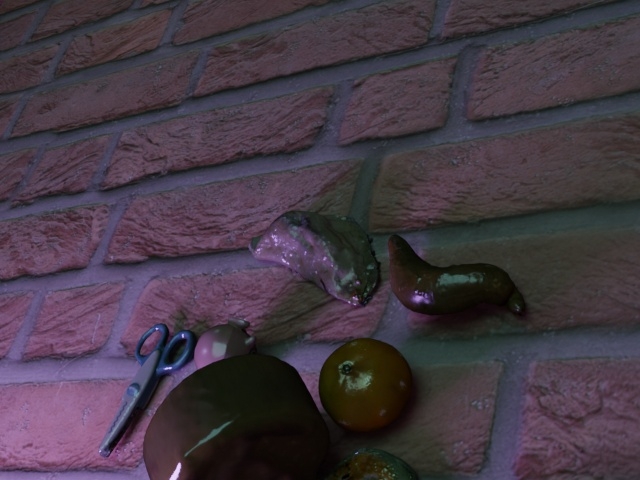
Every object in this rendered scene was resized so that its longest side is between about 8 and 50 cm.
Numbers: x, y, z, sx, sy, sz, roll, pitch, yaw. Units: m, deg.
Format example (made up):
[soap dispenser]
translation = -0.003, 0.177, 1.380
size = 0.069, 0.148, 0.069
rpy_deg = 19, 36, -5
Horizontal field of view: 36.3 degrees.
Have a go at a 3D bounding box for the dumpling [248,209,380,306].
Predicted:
[dumpling]
translation = -0.004, 0.001, 1.855
size = 0.332, 0.086, 0.166
rpy_deg = 24, 73, 41

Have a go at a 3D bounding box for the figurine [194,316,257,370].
[figurine]
translation = -0.167, 0.211, 1.765
size = 0.125, 0.125, 0.138
rpy_deg = 0, 65, 36

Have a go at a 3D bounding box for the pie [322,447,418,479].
[pie]
translation = 0.062, 0.401, 1.486
size = 0.187, 0.041, 0.186
rpy_deg = -20, 46, 22

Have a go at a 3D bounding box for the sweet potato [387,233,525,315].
[sweet potato]
translation = 0.199, 0.073, 1.633
size = 0.124, 0.098, 0.310
rpy_deg = -37, 35, -29

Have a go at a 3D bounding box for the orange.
[orange]
translation = 0.069, 0.230, 1.568
size = 0.156, 0.124, 0.156
rpy_deg = -23, 41, 22

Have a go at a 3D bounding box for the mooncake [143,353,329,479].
[mooncake]
translation = -0.126, 0.326, 1.514
size = 0.284, 0.284, 0.155
rpy_deg = -39, 47, 1

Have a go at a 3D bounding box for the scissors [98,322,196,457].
[scissors]
translation = -0.346, 0.287, 1.881
size = 0.138, 0.041, 0.289
rpy_deg = 11, 60, 32
